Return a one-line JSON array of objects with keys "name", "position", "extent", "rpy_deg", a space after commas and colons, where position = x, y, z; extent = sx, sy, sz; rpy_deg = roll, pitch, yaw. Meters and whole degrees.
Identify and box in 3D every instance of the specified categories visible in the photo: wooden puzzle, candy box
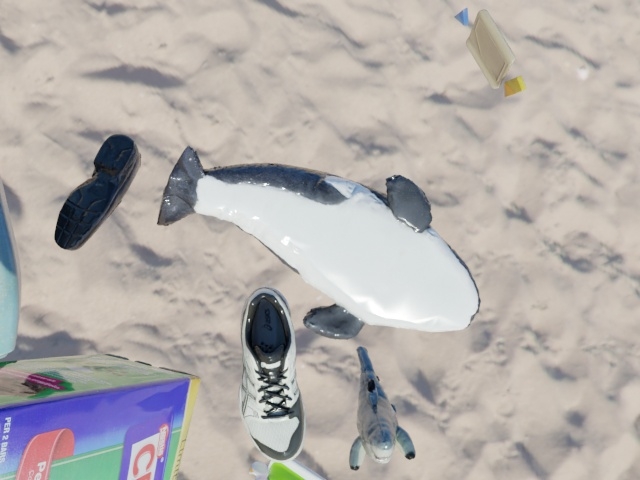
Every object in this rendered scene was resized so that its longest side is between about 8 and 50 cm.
[{"name": "wooden puzzle", "position": [0.184, -0.204, 0.960], "extent": [0.014, 0.078, 0.116], "rpy_deg": [-27, 86, -10]}, {"name": "candy box", "position": [-0.242, 0.234, 0.712], "extent": [0.317, 0.122, 0.268], "rpy_deg": [11, 92, -72]}]

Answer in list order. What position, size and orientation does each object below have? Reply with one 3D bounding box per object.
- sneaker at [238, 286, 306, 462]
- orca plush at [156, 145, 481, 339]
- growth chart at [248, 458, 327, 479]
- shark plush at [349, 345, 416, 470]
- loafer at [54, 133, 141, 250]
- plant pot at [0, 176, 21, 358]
[{"name": "sneaker", "position": [-0.025, 0.062, 0.417], "extent": [0.032, 0.037, 0.083], "rpy_deg": [-9, 81, -4]}, {"name": "orca plush", "position": [0.000, 0.000, 0.796], "extent": [0.287, 0.102, 0.151], "rpy_deg": [10, 102, -7]}, {"name": "growth chart", "position": [-0.042, 0.412, 1.247], "extent": [0.172, 0.021, 0.237], "rpy_deg": [33, 45, -33]}, {"name": "shark plush", "position": [0.067, 0.182, 1.000], "extent": [0.161, 0.073, 0.067], "rpy_deg": [-82, 164, -46]}, {"name": "loafer", "position": [-0.285, -0.055, 1.177], "extent": [0.062, 0.061, 0.170], "rpy_deg": [27, 77, 21]}, {"name": "plant pot", "position": [-0.513, 0.049, 1.182], "extent": [0.248, 0.247, 0.252], "rpy_deg": [-19, 95, -17]}]
